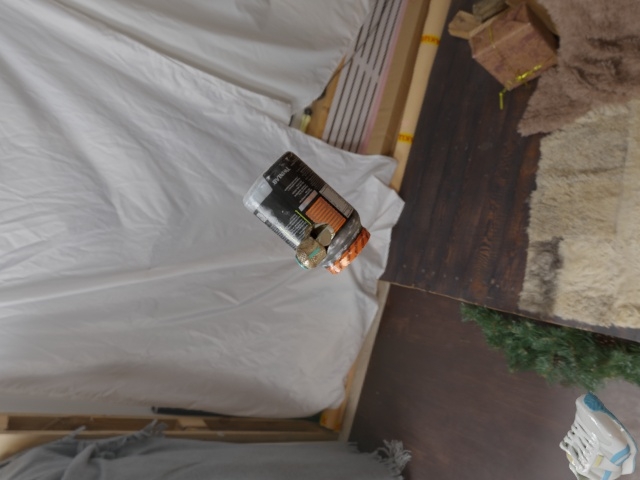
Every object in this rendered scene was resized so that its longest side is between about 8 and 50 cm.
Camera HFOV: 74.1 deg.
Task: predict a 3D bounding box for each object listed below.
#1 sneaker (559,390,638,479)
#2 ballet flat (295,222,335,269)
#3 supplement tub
[{"bbox_3d":[0.463,0.345,0.717,0.092,0.228,0.087,-27,30,6],"label":"sneaker"},{"bbox_3d":[0.000,0.000,0.893,0.067,0.073,0.206,-39,12,18],"label":"ballet flat"},{"bbox_3d":[-0.034,-0.072,1.208,0.207,0.338,0.207,-47,7,7],"label":"supplement tub"}]
